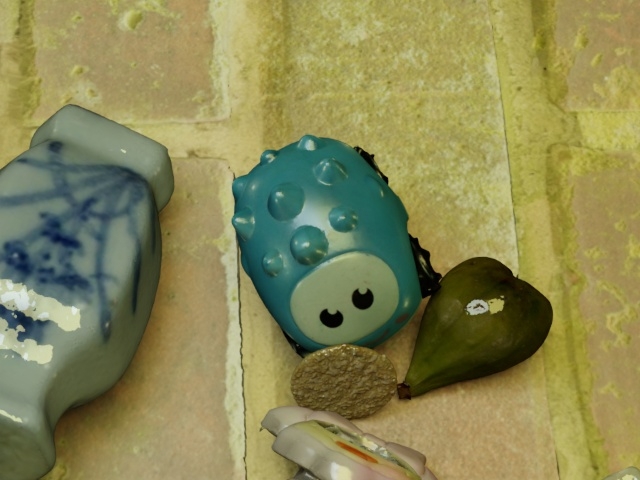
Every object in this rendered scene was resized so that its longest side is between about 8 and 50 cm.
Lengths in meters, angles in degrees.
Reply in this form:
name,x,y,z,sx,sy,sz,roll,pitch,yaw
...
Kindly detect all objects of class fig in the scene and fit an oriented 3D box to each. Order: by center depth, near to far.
name,x,y,z,sx,sy,sz,roll,pitch,yaw
fig,0.167,0.104,1.630,0.133,0.126,0.185,45,65,4

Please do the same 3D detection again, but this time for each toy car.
name,x,y,z,sx,sy,sz,roll,pitch,yaw
toy car,0.000,0.000,1.610,0.188,0.190,0.255,-29,68,12

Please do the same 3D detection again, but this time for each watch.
name,x,y,z,sx,sy,sz,roll,pitch,yaw
watch,-0.006,0.296,1.498,0.210,0.248,0.218,26,91,9

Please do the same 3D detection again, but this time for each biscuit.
name,x,y,z,sx,sy,sz,roll,pitch,yaw
biscuit,0.026,0.156,1.599,0.120,0.120,0.015,0,42,-3

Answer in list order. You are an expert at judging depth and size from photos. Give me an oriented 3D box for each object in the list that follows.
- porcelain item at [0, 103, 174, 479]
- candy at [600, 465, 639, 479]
name,x,y,z,sx,sy,sz,roll,pitch,yaw
porcelain item,-0.299,0.047,1.574,0.242,0.178,0.405,24,52,-4
candy,0.305,0.425,1.458,0.208,0.145,0.359,-24,67,-16
